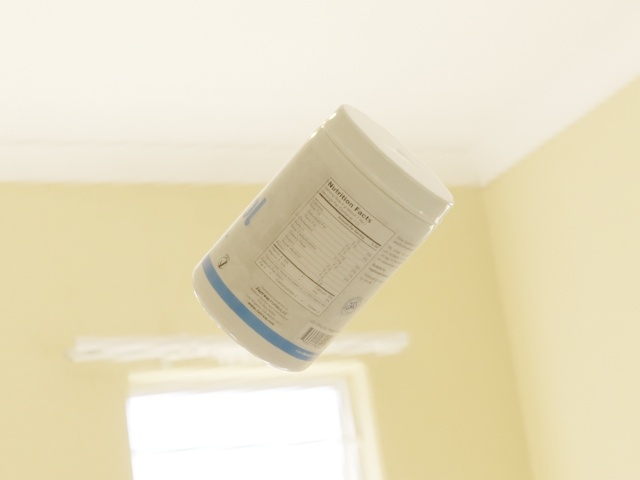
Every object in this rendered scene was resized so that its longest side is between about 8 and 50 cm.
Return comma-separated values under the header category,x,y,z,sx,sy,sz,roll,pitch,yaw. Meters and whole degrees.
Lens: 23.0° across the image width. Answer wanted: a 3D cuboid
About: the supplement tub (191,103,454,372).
category,x,y,z,sx,sy,sz,roll,pitch,yaw
supplement tub,0.000,0.000,0.703,0.107,0.071,0.071,-49,-28,11
